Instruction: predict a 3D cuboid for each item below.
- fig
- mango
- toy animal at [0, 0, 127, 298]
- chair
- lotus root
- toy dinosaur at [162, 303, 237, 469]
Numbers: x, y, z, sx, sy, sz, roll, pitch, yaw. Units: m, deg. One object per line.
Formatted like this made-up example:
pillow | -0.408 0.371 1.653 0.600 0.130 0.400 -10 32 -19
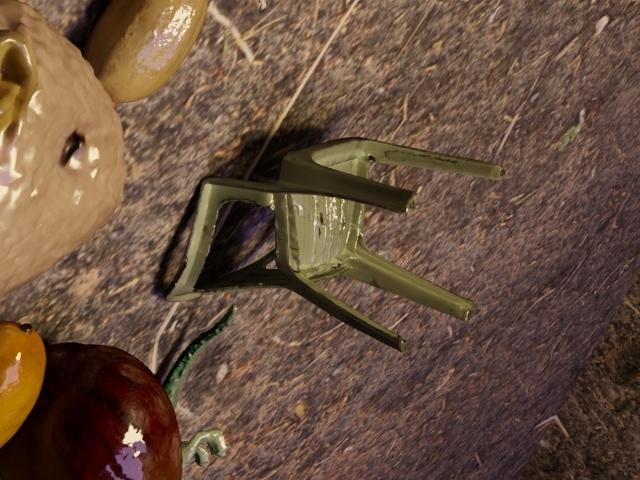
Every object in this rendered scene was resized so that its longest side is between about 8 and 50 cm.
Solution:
fig | -0.188 0.219 1.536 0.145 0.170 0.274 -51 135 -42
mango | -0.281 0.133 1.422 0.098 0.075 0.190 3 133 -44
toy animal | -0.269 -0.030 0.973 0.358 0.188 0.226 -37 146 -32
chair | 0.000 0.000 1.633 0.203 0.274 0.191 -18 120 -54
lotus root | -0.128 -0.145 1.259 0.150 0.062 0.073 -55 160 10
toy dinosaur | -0.142 0.203 1.847 0.129 0.076 0.383 6 122 -44
